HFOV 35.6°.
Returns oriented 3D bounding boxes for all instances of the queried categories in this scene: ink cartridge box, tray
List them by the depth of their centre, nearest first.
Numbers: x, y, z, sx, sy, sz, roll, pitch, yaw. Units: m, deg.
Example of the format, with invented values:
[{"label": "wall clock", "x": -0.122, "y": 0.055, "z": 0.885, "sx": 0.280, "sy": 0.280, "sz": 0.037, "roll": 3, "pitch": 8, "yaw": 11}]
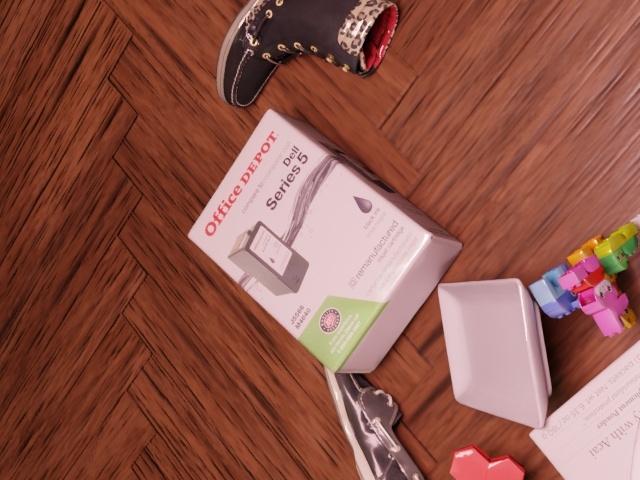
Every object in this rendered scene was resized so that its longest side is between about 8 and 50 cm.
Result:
[{"label": "tray", "x": 0.185, "y": 0.113, "z": 1.067, "sx": 0.030, "sy": 0.270, "sz": 0.145, "roll": -9, "pitch": 88, "yaw": -10}, {"label": "ink cartridge box", "x": 0.000, "y": 0.000, "z": 1.208, "sx": 0.273, "sy": 0.114, "sz": 0.198, "roll": 40, "pitch": 103, "yaw": 26}]

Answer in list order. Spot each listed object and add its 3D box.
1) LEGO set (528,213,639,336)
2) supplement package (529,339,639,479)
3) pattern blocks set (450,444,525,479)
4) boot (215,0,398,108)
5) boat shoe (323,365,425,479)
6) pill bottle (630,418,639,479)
[{"label": "LEGO set", "x": 0.288, "y": 0.047, "z": 0.983, "sx": 0.087, "sy": 0.227, "sz": 0.093, "roll": -32, "pitch": 87, "yaw": 44}, {"label": "supplement package", "x": 0.380, "y": 0.232, "z": 0.943, "sx": 0.177, "sy": 0.175, "sz": 0.293, "roll": -49, "pitch": 68, "yaw": 26}, {"label": "pattern blocks set", "x": 0.260, "y": 0.387, "z": 1.058, "sx": 0.324, "sy": 0.026, "sz": 0.285, "roll": 18, "pitch": 96, "yaw": 12}, {"label": "boot", "x": -0.022, "y": -0.238, "z": 1.242, "sx": 0.178, "sy": 0.085, "sz": 0.236, "roll": 38, "pitch": 113, "yaw": 24}, {"label": "boat shoe", "x": 0.061, "y": 0.220, "z": 1.238, "sx": 0.079, "sy": 0.084, "sz": 0.233, "roll": -22, "pitch": 70, "yaw": -4}, {"label": "pill bottle", "x": 0.365, "y": 0.194, "z": 0.775, "sx": 0.221, "sy": 0.124, "sz": 0.124, "roll": 2, "pitch": 94, "yaw": 30}]
